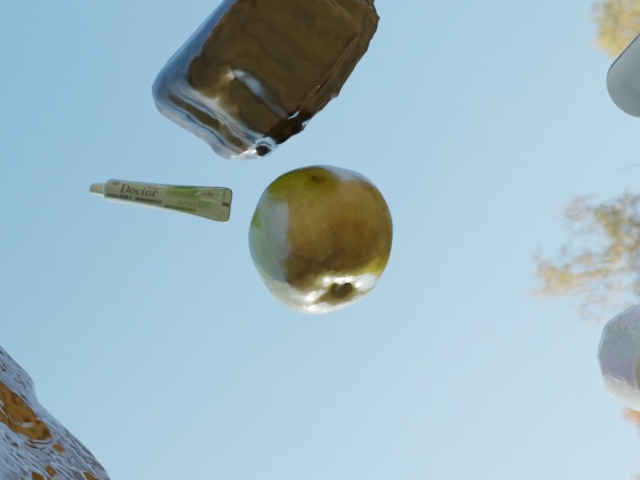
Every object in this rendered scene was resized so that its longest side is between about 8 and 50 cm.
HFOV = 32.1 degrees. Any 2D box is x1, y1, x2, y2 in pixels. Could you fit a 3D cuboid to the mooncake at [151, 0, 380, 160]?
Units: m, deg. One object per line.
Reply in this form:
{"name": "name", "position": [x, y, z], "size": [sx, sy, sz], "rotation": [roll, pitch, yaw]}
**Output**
{"name": "mooncake", "position": [-0.071, -0.257, 1.502], "size": [0.187, 0.324, 0.324], "rotation": [41, -124, -14]}

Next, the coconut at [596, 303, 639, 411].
{"name": "coconut", "position": [0.324, 0.117, 1.085], "size": [0.110, 0.124, 0.110], "rotation": [-3, -81, -18]}

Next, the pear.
{"name": "pear", "position": [0.000, 0.000, 1.437], "size": [0.200, 0.200, 0.200], "rotation": [8, -102, -43]}

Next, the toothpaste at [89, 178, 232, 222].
{"name": "toothpaste", "position": [-0.216, -0.059, 1.495], "size": [0.029, 0.197, 0.048], "rotation": [46, -128, -80]}

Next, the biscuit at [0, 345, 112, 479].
{"name": "biscuit", "position": [-0.138, 0.071, 0.416], "size": [0.035, 0.249, 0.184], "rotation": [-46, -51, -7]}

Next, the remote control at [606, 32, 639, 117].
{"name": "remote control", "position": [0.383, -0.213, 1.164], "size": [0.077, 0.245, 0.022], "rotation": [47, -125, 8]}
